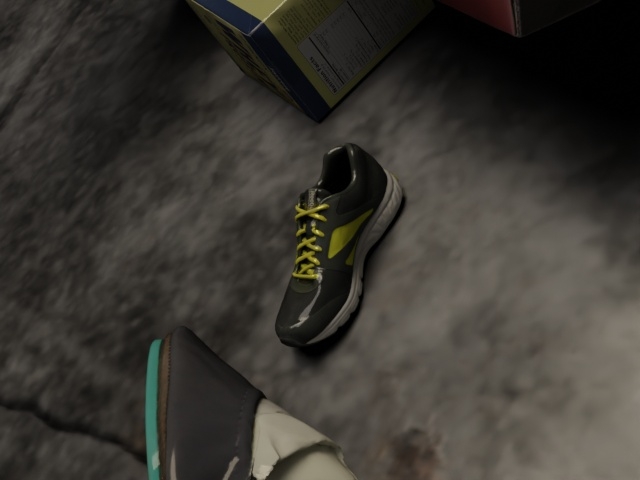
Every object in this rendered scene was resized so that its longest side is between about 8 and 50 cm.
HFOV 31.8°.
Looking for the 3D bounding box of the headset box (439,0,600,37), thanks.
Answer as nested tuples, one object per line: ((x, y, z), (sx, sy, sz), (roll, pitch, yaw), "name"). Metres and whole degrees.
((0.086, -0.191, 0.414), (0.218, 0.110, 0.293), (-26, 35, -15), "headset box")

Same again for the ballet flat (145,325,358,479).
((-0.018, 0.100, 0.319), (0.074, 0.074, 0.203), (-29, 33, 17), "ballet flat")

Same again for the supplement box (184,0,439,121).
((-0.005, -0.113, 0.513), (0.083, 0.056, 0.083), (-44, 38, -4), "supplement box")

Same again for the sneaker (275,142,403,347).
((0.000, 0.000, 0.416), (0.031, 0.035, 0.083), (-1, 53, 41), "sneaker")
